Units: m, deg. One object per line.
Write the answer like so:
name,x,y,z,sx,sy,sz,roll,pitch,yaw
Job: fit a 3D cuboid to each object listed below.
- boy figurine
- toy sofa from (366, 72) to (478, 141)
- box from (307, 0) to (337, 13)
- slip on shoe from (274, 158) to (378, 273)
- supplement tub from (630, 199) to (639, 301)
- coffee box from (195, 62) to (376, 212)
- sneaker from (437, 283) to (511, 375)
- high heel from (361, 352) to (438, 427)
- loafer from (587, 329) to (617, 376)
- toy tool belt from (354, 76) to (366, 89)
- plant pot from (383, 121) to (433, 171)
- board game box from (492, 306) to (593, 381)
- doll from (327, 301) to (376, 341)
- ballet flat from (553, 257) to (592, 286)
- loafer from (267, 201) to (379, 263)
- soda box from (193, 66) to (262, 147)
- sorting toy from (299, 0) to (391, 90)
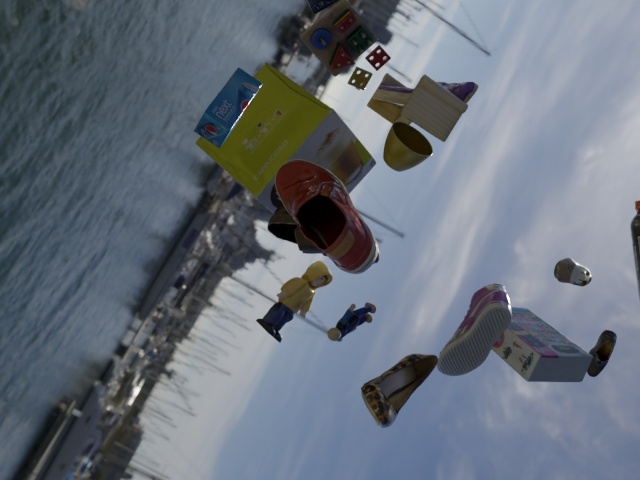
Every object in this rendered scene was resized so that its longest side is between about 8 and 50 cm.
boy figurine,-0.072,0.189,2.224,0.285,0.092,0.177,-46,141,-10
toy sofa,0.273,-0.399,1.937,0.177,0.150,0.362,-58,-163,6
box,0.037,-0.560,1.392,0.184,0.045,0.190,-26,161,6
slip on shoe,-0.007,-0.065,1.335,0.123,0.101,0.331,-47,-135,11
supplement tub,1.075,0.034,2.150,0.207,0.207,0.338,-176,-102,-83
coffee box,-0.103,-0.272,2.157,0.337,0.338,0.334,-49,146,1
sneaker,0.413,0.234,1.873,0.282,0.102,0.161,-53,-168,29
high heel,0.187,0.322,1.551,0.186,0.093,0.261,-28,-175,4
loafer,0.878,0.363,2.194,0.061,0.062,0.170,-45,149,-60
toy tool belt,0.145,-0.540,2.400,0.083,0.051,0.052,56,36,-80
plant pot,0.225,-0.245,1.914,0.095,0.134,0.134,-52,-170,34
board game box,0.636,0.312,2.142,0.303,0.224,0.097,43,-59,56
doll,0.081,0.228,1.947,0.189,0.046,0.129,-25,140,-47
ballet flat,0.694,0.089,1.897,0.206,0.067,0.073,7,102,-56
loafer,0.000,0.000,1.852,0.130,0.366,0.133,-43,133,-26
soda box,-0.211,-0.310,1.615,0.067,0.071,0.210,-47,-166,44
sorting toy,0.052,-0.444,1.578,0.132,0.274,0.046,-38,-141,14
